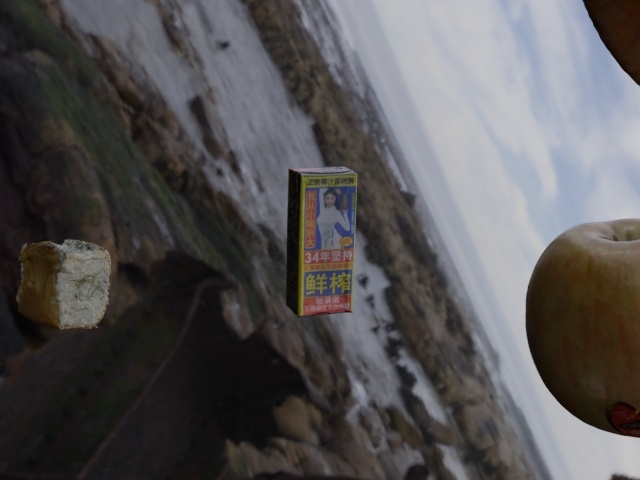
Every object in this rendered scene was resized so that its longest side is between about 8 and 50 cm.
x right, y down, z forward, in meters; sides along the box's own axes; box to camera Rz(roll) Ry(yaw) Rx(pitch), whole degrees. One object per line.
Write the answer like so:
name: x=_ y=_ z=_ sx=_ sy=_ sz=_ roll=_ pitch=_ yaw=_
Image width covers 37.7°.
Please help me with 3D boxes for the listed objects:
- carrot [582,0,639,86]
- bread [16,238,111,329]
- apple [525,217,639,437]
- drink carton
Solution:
carrot: x=0.312 y=-0.208 z=0.657 sx=0.100 sy=0.307 sz=0.259 roll=-22 pitch=-98 yaw=58
bread: x=-0.240 y=0.041 z=0.895 sx=0.076 sy=0.070 sz=0.083 roll=1 pitch=99 yaw=-54
apple: x=0.549 y=0.139 z=1.632 sx=0.391 sy=0.391 sz=0.347 roll=-96 pitch=178 yaw=-70
drink carton: x=0.000 y=0.000 z=1.076 sx=0.056 sy=0.071 sz=0.166 roll=-150 pitch=-121 yaw=-64
